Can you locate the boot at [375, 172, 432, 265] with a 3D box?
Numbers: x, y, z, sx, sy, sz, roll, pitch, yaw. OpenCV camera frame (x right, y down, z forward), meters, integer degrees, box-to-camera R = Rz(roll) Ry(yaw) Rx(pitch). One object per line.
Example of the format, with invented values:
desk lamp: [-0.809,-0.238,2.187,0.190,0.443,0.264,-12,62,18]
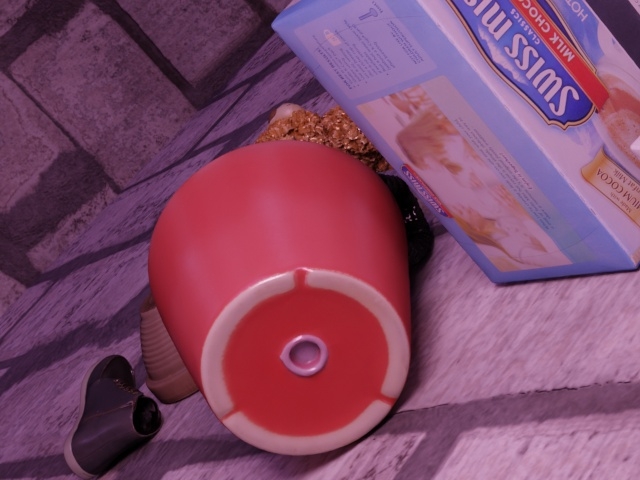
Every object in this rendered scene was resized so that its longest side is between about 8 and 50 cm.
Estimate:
boot: [0.003,0.003,1.775,0.260,0.131,0.348,-40,18,15]

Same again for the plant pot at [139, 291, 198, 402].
plant pot: [-0.161,0.094,1.981,0.237,0.110,0.237,-39,14,11]

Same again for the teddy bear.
teddy bear: [0.067,-0.140,1.860,0.338,0.113,0.245,-14,4,9]

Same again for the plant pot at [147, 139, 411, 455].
plant pot: [-0.028,0.065,1.466,0.275,0.275,0.243,-39,23,9]

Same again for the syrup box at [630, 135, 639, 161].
syrup box: [0.379,-0.121,1.232,0.237,0.093,0.096,-44,14,-10]

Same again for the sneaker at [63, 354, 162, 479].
sneaker: [-0.250,0.212,1.954,0.118,0.083,0.222,-30,27,22]

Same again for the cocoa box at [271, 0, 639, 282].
cocoa box: [0.176,-0.160,1.363,0.228,0.347,0.231,-48,17,-23]
